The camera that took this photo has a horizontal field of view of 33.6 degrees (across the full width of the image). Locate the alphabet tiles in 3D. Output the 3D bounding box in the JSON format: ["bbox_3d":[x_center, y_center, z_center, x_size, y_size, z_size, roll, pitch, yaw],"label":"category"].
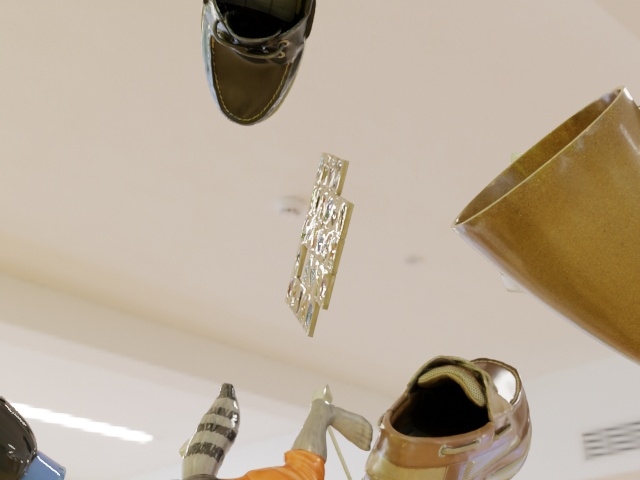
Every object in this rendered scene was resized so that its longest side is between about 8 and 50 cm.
[{"bbox_3d":[0.000,0.000,1.232,0.009,0.198,0.237,13,6,-11],"label":"alphabet tiles"}]

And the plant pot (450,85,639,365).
[{"bbox_3d":[0.314,0.003,1.152,0.254,0.237,0.237,49,-39,-3],"label":"plant pot"}]

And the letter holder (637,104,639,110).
[{"bbox_3d":[0.499,-0.114,1.261,0.152,0.214,0.302,-27,20,-35],"label":"letter holder"}]

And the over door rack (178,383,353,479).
[{"bbox_3d":[-0.051,0.400,1.512,0.240,0.324,0.108,-22,-8,10],"label":"over door rack"}]

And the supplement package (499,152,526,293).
[{"bbox_3d":[0.315,-0.022,1.494,0.105,0.179,0.105,4,-16,17],"label":"supplement package"}]

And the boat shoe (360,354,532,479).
[{"bbox_3d":[0.134,0.172,1.016,0.123,0.116,0.324,13,19,20],"label":"boat shoe"}]

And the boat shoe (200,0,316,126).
[{"bbox_3d":[-0.066,-0.255,1.130,0.127,0.113,0.340,18,-55,-3],"label":"boat shoe"}]

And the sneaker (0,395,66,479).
[{"bbox_3d":[-0.239,0.158,0.515,0.090,0.232,0.081,50,-8,-13],"label":"sneaker"}]

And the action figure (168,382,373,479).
[{"bbox_3d":[-0.143,0.250,0.842,0.341,0.178,0.330,-26,-2,27],"label":"action figure"}]
